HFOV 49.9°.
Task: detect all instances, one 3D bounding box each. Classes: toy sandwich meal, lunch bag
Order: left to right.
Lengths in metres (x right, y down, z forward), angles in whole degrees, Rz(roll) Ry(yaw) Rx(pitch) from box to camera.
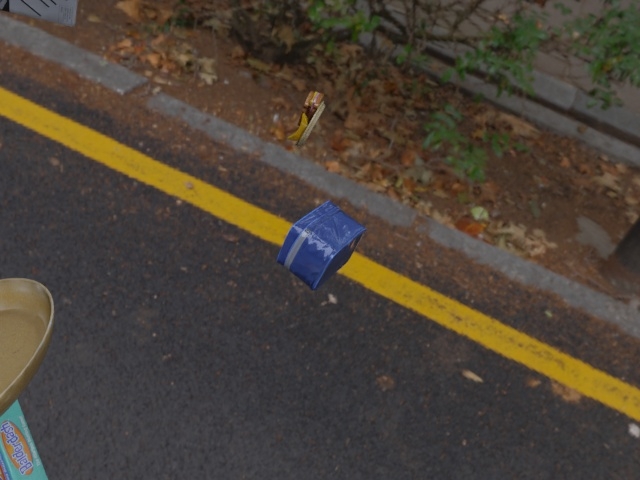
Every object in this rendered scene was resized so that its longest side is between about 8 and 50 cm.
[{"bbox_3d":[-0.020,-0.175,0.998,0.029,0.086,0.086,30,39,-5],"label":"toy sandwich meal"},{"bbox_3d":[0.000,0.000,0.763,0.065,0.067,0.098,38,37,11],"label":"lunch bag"}]

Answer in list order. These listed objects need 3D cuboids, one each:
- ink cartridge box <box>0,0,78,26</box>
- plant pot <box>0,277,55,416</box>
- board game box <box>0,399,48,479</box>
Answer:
[{"bbox_3d":[-0.283,-0.303,0.677,0.097,0.207,0.046,8,65,-20],"label":"ink cartridge box"},{"bbox_3d":[-0.341,0.124,0.617,0.236,0.032,0.236,-16,34,11],"label":"plant pot"},{"bbox_3d":[-0.484,0.308,1.003,0.047,0.210,0.160,-20,88,-50],"label":"board game box"}]
